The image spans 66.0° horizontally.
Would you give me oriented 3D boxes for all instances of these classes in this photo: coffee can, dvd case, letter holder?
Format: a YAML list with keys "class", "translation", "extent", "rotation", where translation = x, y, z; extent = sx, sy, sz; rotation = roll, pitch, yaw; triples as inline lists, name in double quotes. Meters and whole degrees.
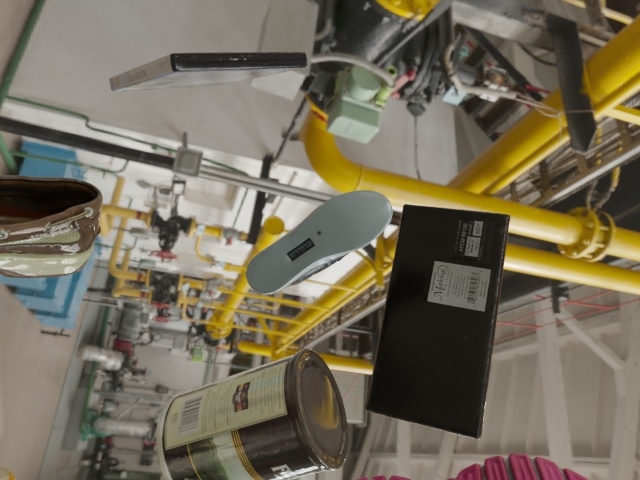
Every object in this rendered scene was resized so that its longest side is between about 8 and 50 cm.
- class: "coffee can"
  translation: [-0.116, 0.330, 0.877]
  extent: [0.276, 0.201, 0.201]
  rotation: [-22, -144, 17]
- class: "dvd case"
  translation: [-0.162, -0.229, 0.672]
  extent: [0.253, 0.181, 0.022]
  rotation: [14, -65, 52]
- class: "letter holder"
  translation: [0.193, 0.126, 0.764]
  extent: [0.214, 0.152, 0.301]
  rotation: [43, 58, -65]

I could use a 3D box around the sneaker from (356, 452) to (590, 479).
- class: "sneaker"
  translation: [0.134, 0.263, 0.419]
  extent: [0.111, 0.253, 0.103]
  rotation: [67, 26, -17]

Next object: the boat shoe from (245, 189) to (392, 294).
- class: "boat shoe"
  translation: [0.000, 0.000, 0.580]
  extent: [0.065, 0.183, 0.083]
  rotation: [61, 7, 5]

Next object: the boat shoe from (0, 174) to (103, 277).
- class: "boat shoe"
  translation: [-0.286, -0.023, 0.370]
  extent: [0.095, 0.095, 0.257]
  rotation: [-53, 161, 20]

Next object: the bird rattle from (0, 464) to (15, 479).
- class: "bird rattle"
  translation: [-0.354, 0.198, 0.369]
  extent: [0.143, 0.254, 0.207]
  rotation: [-56, -174, 3]
